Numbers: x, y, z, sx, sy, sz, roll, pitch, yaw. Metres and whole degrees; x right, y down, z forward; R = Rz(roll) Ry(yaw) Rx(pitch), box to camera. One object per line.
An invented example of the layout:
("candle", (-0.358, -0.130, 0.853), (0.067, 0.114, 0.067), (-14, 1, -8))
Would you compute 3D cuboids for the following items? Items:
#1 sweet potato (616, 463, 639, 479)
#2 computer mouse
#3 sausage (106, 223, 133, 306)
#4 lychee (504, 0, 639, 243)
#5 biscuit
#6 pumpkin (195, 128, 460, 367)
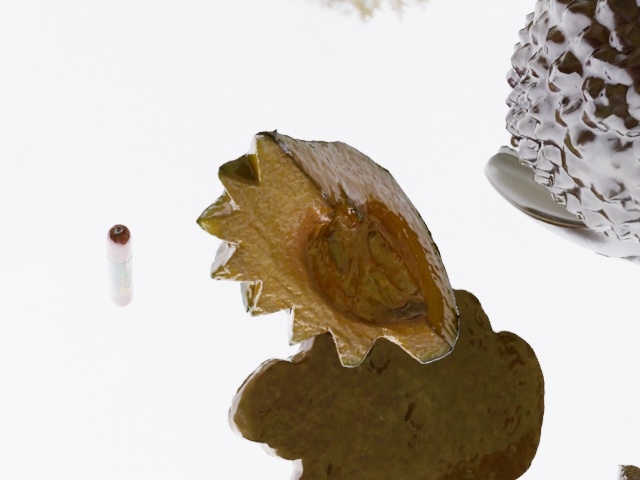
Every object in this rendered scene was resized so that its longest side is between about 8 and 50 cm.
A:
("sweet potato", (0.348, 0.286, 1.113), (0.068, 0.060, 0.206), (-4, -159, -23))
("computer mouse", (0.233, -0.023, 0.964), (0.126, 0.056, 0.245), (18, -171, -28))
("sausage", (-0.232, 0.032, 1.291), (0.029, 0.223, 0.029), (3, -114, -7))
("lychee", (0.224, -0.101, 0.662), (0.236, 0.271, 0.235), (3, -97, -27))
("biscuit", (0.074, 0.170, 1.108), (0.376, 0.269, 0.051), (8, 177, -33))
("pumpkin", (0.000, 0.000, 0.974), (0.254, 0.130, 0.149), (46, -152, -19))
